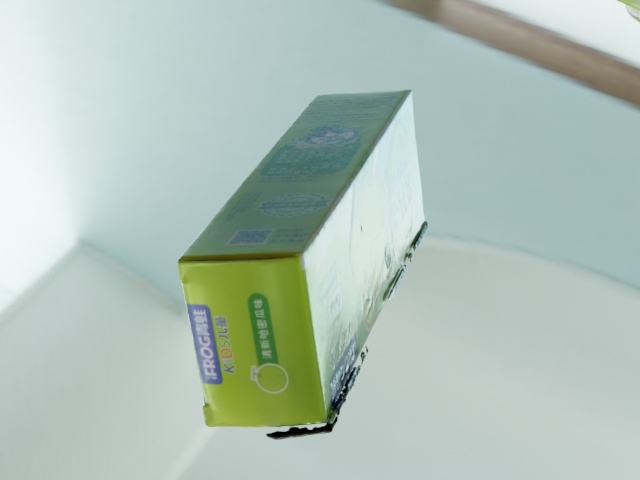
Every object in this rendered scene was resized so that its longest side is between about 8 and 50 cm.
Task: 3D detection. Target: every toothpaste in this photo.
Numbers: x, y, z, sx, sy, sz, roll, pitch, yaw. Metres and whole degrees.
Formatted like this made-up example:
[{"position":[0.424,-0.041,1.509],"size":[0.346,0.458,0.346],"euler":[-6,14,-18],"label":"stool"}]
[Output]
[{"position":[0.000,0.000,0.952],"size":[0.077,0.110,0.327],"euler":[-4,-159,16],"label":"toothpaste"}]

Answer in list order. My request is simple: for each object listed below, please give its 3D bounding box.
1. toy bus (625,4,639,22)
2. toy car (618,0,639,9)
[{"position":[0.265,-0.157,0.864],"size":[0.136,0.126,0.209],"euler":[11,-167,-13],"label":"toy bus"},{"position":[0.182,-0.244,0.649],"size":[0.204,0.248,0.198],"euler":[19,-139,-17],"label":"toy car"}]
